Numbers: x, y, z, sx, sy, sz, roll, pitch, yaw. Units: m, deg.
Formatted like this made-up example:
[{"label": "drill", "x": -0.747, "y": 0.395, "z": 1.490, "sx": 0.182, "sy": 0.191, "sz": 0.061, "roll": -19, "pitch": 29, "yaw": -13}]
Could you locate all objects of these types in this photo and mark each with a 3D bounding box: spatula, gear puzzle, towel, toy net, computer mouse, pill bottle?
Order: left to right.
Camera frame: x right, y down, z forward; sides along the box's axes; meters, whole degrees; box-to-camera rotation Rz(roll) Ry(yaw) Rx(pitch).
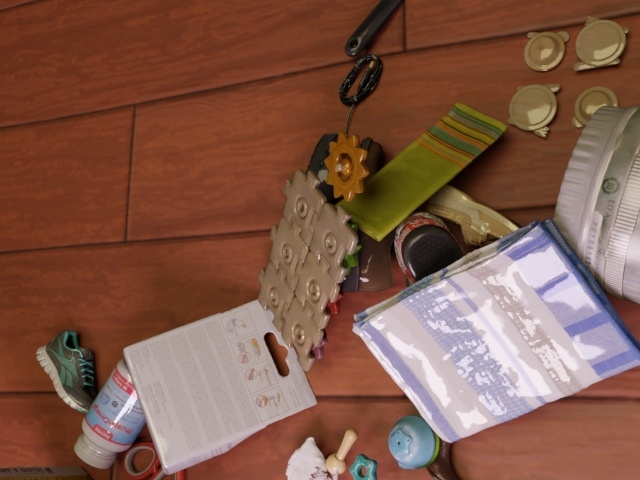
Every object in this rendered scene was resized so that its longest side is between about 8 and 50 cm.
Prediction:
[{"label": "pill bottle", "x": -0.311, "y": 0.267, "z": 1.257, "sx": 0.087, "sy": 0.087, "sz": 0.160, "roll": 35, "pitch": 96, "yaw": 28}, {"label": "gear puzzle", "x": 0.000, "y": 0.000, "z": 1.092, "sx": 0.175, "sy": 0.044, "sz": 0.339, "roll": 51, "pitch": 135, "yaw": 40}, {"label": "computer mouse", "x": 0.032, "y": -0.166, "z": 1.205, "sx": 0.071, "sy": 0.041, "sz": 0.242, "roll": 16, "pitch": 86, "yaw": 29}, {"label": "toy net", "x": 0.054, "y": 0.307, "z": 1.075, "sx": 0.232, "sy": 0.045, "sz": 0.122, "roll": -22, "pitch": 70, "yaw": 36}, {"label": "spatula", "x": 0.130, "y": -0.395, "z": 1.210, "sx": 0.084, "sy": 0.030, "sz": 0.296, "roll": 39, "pitch": 97, "yaw": 25}, {"label": "towel", "x": 0.133, "y": -0.096, "z": 1.082, "sx": 0.237, "sy": 0.021, "sz": 0.102, "roll": -40, "pitch": 39, "yaw": -13}, {"label": "towel", "x": 0.196, "y": 0.116, "z": 0.940, "sx": 0.285, "sy": 0.034, "sz": 0.209, "roll": -33, "pitch": 99, "yaw": 34}]

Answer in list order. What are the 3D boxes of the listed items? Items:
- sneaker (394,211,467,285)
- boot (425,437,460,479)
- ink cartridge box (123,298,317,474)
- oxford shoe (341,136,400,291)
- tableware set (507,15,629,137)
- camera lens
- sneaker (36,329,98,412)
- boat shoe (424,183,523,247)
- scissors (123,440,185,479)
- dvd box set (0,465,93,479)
[{"label": "sneaker", "x": 0.178, "y": 0.085, "z": 1.053, "sx": 0.090, "sy": 0.145, "sz": 0.270, "roll": -27, "pitch": 104, "yaw": 5}, {"label": "boot", "x": 0.176, "y": 0.254, "z": 1.049, "sx": 0.106, "sy": 0.037, "sz": 0.114, "roll": 40, "pitch": 93, "yaw": 25}, {"label": "ink cartridge box", "x": -0.148, "y": 0.207, "z": 1.189, "sx": 0.232, "sy": 0.066, "sz": 0.189, "roll": -18, "pitch": 68, "yaw": -16}, {"label": "oxford shoe", "x": 0.080, "y": -0.036, "z": 1.144, "sx": 0.096, "sy": 0.083, "sz": 0.227, "roll": 2, "pitch": 76, "yaw": 2}, {"label": "tableware set", "x": 0.328, "y": -0.217, "z": 1.080, "sx": 0.141, "sy": 0.020, "sz": 0.168, "roll": 8, "pitch": 84, "yaw": 30}, {"label": "camera lens", "x": 0.416, "y": -0.022, "z": 0.880, "sx": 0.274, "sy": 0.219, "sz": 0.219, "roll": 19, "pitch": 88, "yaw": 28}, {"label": "sneaker", "x": -0.398, "y": 0.211, "z": 1.329, "sx": 0.076, "sy": 0.065, "sz": 0.166, "roll": -48, "pitch": 65, "yaw": 5}, {"label": "boat shoe", "x": 0.209, "y": -0.019, "z": 1.077, "sx": 0.170, "sy": 0.063, "sz": 0.059, "roll": 35, "pitch": 99, "yaw": 37}, {"label": "scissors", "x": -0.189, "y": 0.293, "z": 1.232, "sx": 0.297, "sy": 0.021, "sz": 0.109, "roll": -42, "pitch": 62, "yaw": 12}, {"label": "dvd box set", "x": -0.318, "y": 0.465, "z": 1.096, "sx": 0.420, "sy": 0.307, "sz": 0.062, "roll": 37, "pitch": 94, "yaw": 29}]
